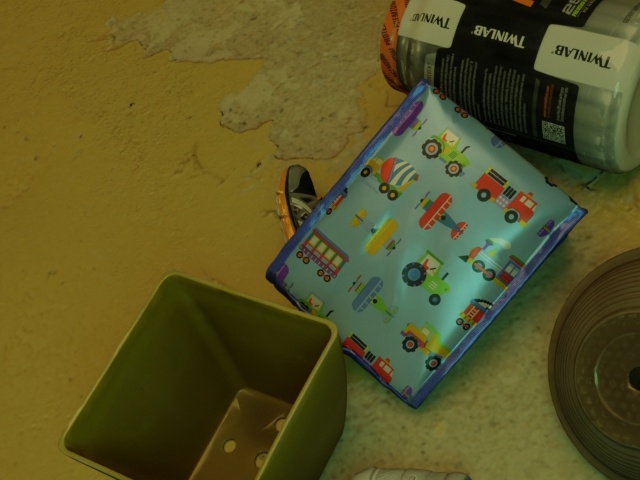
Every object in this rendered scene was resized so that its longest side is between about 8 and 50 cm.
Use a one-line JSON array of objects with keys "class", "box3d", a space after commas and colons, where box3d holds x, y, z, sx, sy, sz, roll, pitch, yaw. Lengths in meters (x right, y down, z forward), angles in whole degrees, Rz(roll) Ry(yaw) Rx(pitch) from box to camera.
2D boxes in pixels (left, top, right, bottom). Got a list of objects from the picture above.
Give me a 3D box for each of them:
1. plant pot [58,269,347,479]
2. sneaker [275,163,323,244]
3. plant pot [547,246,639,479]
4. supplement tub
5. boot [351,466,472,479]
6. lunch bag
[{"class": "plant pot", "box3d": [-0.090, 0.187, 1.003, 0.212, 0.187, 0.212, 16, 64, 29]}, {"class": "sneaker", "box3d": [0.000, 0.000, 1.174, 0.083, 0.084, 0.214, -17, 62, 6]}, {"class": "plant pot", "box3d": [0.302, 0.118, 0.883, 0.237, 0.110, 0.237, -3, 85, 36]}, {"class": "supplement tub", "box3d": [0.239, -0.209, 1.154, 0.316, 0.193, 0.193, 22, 66, 31]}, {"class": "boot", "box3d": [0.079, 0.325, 0.899, 0.123, 0.095, 0.258, -8, 53, 24]}, {"class": "lunch bag", "box3d": [0.097, 0.018, 1.063, 0.221, 0.138, 0.293, 41, 85, 11]}]
